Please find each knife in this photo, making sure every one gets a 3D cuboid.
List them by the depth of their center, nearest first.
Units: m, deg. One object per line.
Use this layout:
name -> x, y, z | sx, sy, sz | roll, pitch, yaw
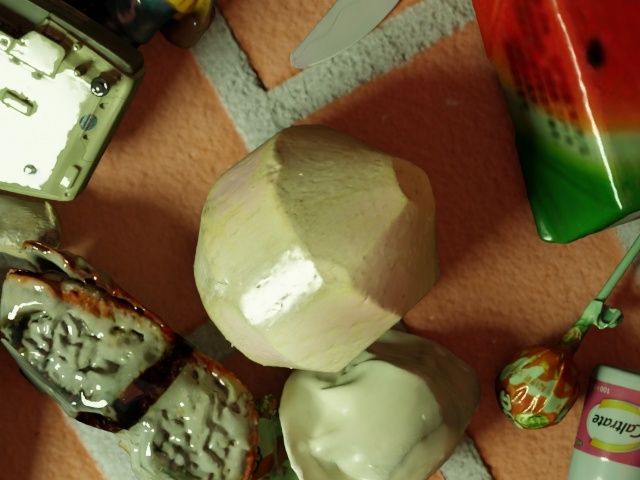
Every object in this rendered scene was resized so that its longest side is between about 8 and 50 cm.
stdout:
knife -> 0.059, -0.260, 1.350 | 0.058, 0.032, 0.244 | 35, 89, -20

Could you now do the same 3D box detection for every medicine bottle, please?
medicine bottle -> 0.299, 0.239, 1.392 | 0.090, 0.090, 0.216 | 13, 90, -13

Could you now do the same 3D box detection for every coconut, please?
coconut -> 0.000, 0.000, 1.256 | 0.197, 0.237, 0.237 | 18, 88, -44

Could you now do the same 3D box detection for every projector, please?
projector -> -0.312, -0.145, 1.207 | 0.269, 0.088, 0.193 | 30, 110, -3

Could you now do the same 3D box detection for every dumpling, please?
dumpling -> 0.056, 0.163, 1.328 | 0.216, 0.126, 0.166 | -37, 79, -11

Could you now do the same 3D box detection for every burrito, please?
burrito -> -0.024, 0.294, 1.344 | 0.104, 0.054, 0.288 | 2, 91, -15

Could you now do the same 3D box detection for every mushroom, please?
mushroom -> -0.340, -0.023, 1.263 | 0.202, 0.054, 0.059 | 11, 85, -8

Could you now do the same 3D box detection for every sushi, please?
sushi -> -0.172, 0.139, 1.265 | 0.332, 0.124, 0.130 | 40, 75, -11

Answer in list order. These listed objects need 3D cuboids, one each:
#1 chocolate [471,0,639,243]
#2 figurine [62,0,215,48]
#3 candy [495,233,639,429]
chocolate -> 0.353, -0.207, 1.346 | 0.360, 0.161, 0.341 | -19, 93, -11
figurine -> -0.087, -0.302, 1.222 | 0.332, 0.204, 0.185 | -40, 102, -8
candy -> 0.278, 0.073, 1.402 | 0.078, 0.084, 0.287 | 41, 74, -14
